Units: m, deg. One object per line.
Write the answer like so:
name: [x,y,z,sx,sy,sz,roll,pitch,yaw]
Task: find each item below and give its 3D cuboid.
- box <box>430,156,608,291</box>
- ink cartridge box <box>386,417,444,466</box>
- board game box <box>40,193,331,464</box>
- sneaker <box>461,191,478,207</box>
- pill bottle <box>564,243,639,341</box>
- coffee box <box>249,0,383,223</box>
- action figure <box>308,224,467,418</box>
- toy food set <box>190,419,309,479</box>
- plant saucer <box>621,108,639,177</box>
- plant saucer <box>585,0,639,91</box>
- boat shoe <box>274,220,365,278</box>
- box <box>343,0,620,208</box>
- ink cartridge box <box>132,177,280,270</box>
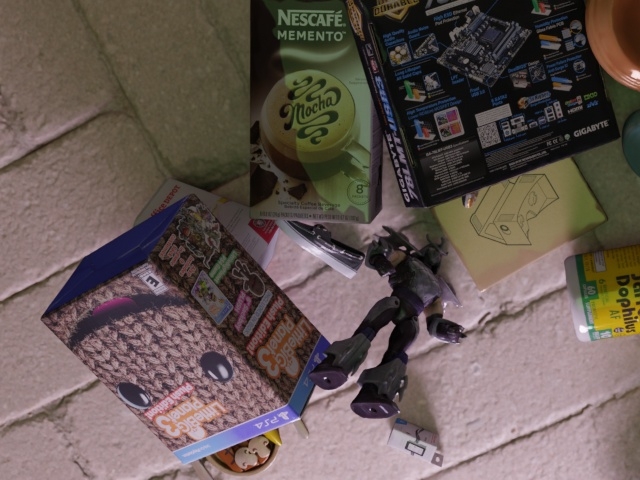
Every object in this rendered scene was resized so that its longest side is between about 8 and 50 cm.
box: [0.261,-0.048,1.776,0.201,0.021,0.164,-30,95,15]
ink cartridge box: [0.139,0.285,1.856,0.083,0.048,0.028,23,105,4]
board game box: [-0.173,0.122,1.728,0.232,0.141,0.291,-28,113,37]
sneaker: [0.191,-0.085,1.758,0.037,0.032,0.083,3,96,25]
pill bottle: [0.430,0.061,1.717,0.208,0.117,0.118,-10,100,12]
coffee box: [-0.003,-0.180,1.748,0.168,0.119,0.297,2,102,11]
action figure: [0.106,0.099,1.735,0.185,0.285,0.099,40,146,-12]
toy food set: [-0.123,0.284,1.911,0.192,0.038,0.132,-32,94,15]
plant saucer: [0.432,-0.113,1.691,0.119,0.021,0.119,32,141,31]
plant saucer: [0.434,-0.284,1.655,0.199,0.037,0.200,-1,97,-7]
boat shoe: [0.000,0.000,1.812,0.142,0.049,0.040,35,96,-22]
box: [0.206,-0.222,1.659,0.295,0.073,0.293,-20,97,-16]
ink cartridge box: [-0.158,-0.001,1.806,0.175,0.127,0.072,20,128,7]
